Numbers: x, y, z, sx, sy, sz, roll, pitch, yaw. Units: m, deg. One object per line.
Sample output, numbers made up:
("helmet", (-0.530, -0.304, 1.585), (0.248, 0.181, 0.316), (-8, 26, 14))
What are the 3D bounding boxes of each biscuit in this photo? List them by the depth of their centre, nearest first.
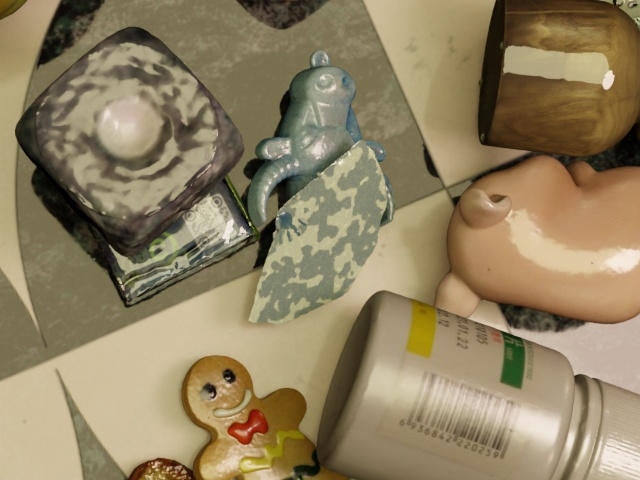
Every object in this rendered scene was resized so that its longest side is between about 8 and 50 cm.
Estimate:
("biscuit", (-0.066, 0.231, 1.746), (0.158, 0.035, 0.240), (-40, 92, -27))

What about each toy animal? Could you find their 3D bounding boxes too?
("toy animal", (0.274, -0.012, 1.757), (0.256, 0.195, 0.213), (11, 42, 4))

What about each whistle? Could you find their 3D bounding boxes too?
("whistle", (-0.001, -0.082, 1.774), (0.180, 0.093, 0.269), (-1, 88, -29))

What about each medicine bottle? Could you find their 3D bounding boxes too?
("medicine bottle", (0.184, 0.203, 1.712), (0.339, 0.208, 0.208), (19, 82, -6))

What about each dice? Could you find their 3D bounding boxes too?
("dice", (-0.199, -0.101, 1.631), (0.181, 0.183, 0.182), (-41, 89, -8))

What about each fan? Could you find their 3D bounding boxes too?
("fan", (0.000, 0.000, 1.741), (0.131, 0.009, 0.240), (32, 91, -26))

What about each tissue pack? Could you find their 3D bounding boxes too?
("tissue pack", (-0.197, -0.066, 1.756), (0.173, 0.073, 0.235), (-29, 88, -10))

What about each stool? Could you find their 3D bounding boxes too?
("stool", (0.318, -0.178, 1.739), (0.264, 0.179, 0.179), (7, 83, -1))

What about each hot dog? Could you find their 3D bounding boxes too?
("hot dog", (-0.179, 0.315, 1.722), (0.099, 0.065, 0.147), (17, 84, -15))

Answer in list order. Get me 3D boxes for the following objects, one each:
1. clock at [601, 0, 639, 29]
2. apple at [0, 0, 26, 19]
("clock", (0.339, -0.270, 1.857), (0.151, 0.062, 0.191), (-15, 87, -9))
("apple", (-0.385, -0.386, 1.649), (0.305, 0.338, 0.338), (32, 80, -23))
